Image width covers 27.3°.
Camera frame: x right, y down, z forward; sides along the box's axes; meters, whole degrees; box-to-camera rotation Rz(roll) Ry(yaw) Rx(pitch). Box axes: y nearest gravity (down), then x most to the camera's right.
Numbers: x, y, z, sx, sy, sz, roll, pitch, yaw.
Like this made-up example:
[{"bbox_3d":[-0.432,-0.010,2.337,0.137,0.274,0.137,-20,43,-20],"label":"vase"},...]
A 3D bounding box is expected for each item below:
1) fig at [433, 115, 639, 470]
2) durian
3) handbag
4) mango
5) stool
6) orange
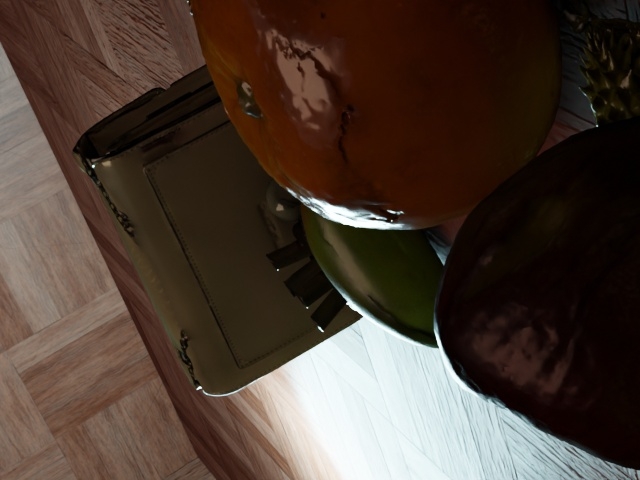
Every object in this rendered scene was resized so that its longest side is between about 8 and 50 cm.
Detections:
[{"bbox_3d":[0.156,-0.022,0.713,0.190,0.190,0.290,29,121,60],"label":"fig"},{"bbox_3d":[0.209,-0.072,0.821,0.215,0.086,0.100,58,178,-9],"label":"durian"},{"bbox_3d":[-0.122,-0.014,1.610,0.160,0.236,0.359,30,147,56],"label":"handbag"},{"bbox_3d":[0.067,0.026,1.356,0.233,0.111,0.125,47,-173,-2],"label":"mango"},{"bbox_3d":[0.000,0.000,1.484,0.217,0.121,0.125,55,177,6],"label":"stool"},{"bbox_3d":[0.038,-0.144,0.923,0.284,0.226,0.284,50,166,18],"label":"orange"}]
